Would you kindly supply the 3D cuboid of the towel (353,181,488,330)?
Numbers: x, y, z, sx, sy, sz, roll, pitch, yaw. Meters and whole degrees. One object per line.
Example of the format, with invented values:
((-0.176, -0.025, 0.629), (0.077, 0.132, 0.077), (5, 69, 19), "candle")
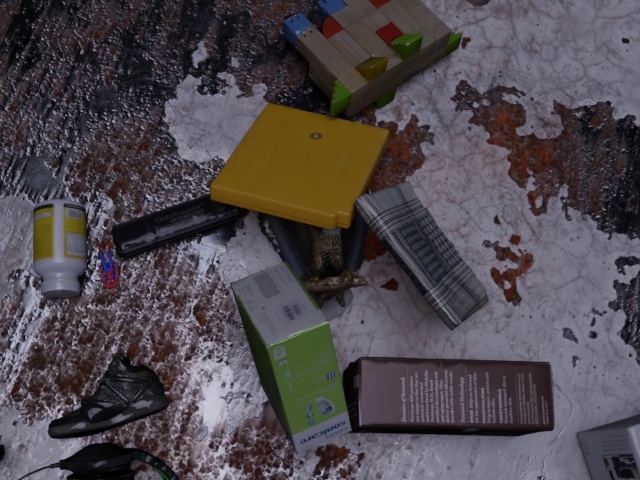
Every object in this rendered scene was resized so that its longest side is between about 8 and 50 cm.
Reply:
((0.220, 0.020, 1.658), (0.056, 0.324, 0.312), (-40, 81, 20), "towel")

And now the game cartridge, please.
((-0.034, -0.155, 1.684), (0.285, 0.053, 0.324), (15, 44, 12), "game cartridge")

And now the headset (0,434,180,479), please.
((-0.442, 0.479, 1.528), (0.394, 0.185, 0.243), (28, 75, -15), "headset")

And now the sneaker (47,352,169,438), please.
((-0.420, 0.300, 1.588), (0.227, 0.087, 0.130), (-18, 75, -16), "sneaker")

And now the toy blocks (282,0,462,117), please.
((0.095, -0.458, 1.846), (0.381, 0.191, 0.261), (-34, 71, -18), "toy blocks")

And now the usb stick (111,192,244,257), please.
((-0.299, -0.039, 1.723), (0.278, 0.045, 0.077), (-20, 71, -13), "usb stick")

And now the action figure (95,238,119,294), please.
((-0.436, 0.056, 1.687), (0.038, 0.030, 0.115), (-12, 78, -16), "action figure")

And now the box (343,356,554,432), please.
((0.244, 0.311, 1.619), (0.381, 0.191, 0.143), (4, 73, -6), "box")

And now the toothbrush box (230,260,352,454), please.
((-0.053, 0.217, 1.526), (0.122, 0.283, 0.206), (-20, 36, -14), "toothbrush box")

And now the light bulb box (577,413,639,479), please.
((0.762, 0.503, 1.615), (0.357, 0.225, 0.361), (-12, 77, -12), "light bulb box")

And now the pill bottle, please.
((-0.521, 0.017, 1.646), (0.103, 0.103, 0.184), (-3, 74, -8), "pill bottle")

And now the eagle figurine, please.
((0.006, -0.007, 1.707), (0.226, 0.225, 0.298), (34, 30, -38), "eagle figurine")
